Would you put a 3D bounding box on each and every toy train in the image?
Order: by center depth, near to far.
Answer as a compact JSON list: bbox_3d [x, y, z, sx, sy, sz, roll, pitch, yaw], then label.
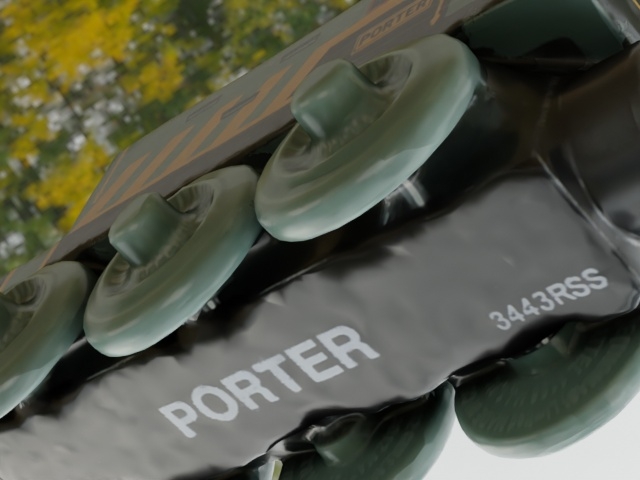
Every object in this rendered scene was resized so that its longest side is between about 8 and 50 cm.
[{"bbox_3d":[0.000,0.000,0.510,0.334,0.142,0.190,-28,-155,38],"label":"toy train"}]
